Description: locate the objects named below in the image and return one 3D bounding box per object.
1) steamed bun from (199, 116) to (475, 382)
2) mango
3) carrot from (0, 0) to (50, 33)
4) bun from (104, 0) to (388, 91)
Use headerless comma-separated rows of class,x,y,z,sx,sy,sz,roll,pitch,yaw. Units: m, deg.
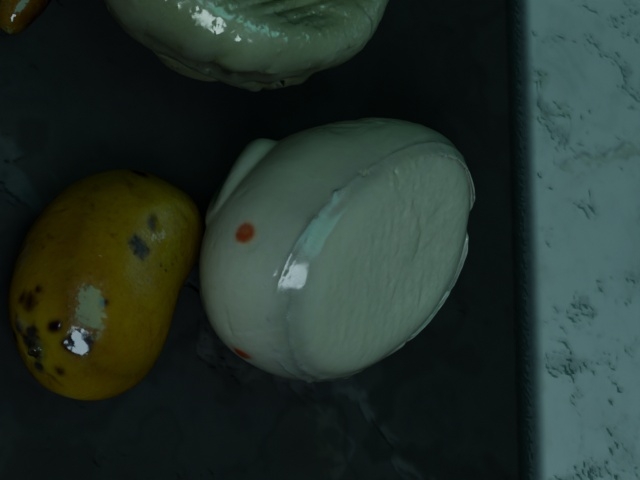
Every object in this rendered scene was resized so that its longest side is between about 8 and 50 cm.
steamed bun,0.000,0.000,1.256,0.228,0.131,0.177,-28,132,-46
mango,-0.139,0.021,1.193,0.115,0.090,0.178,44,50,-29
carrot,-0.188,-0.199,1.262,0.048,0.048,0.139,34,58,-21
bun,-0.062,-0.195,1.294,0.231,0.133,0.231,11,64,-25
